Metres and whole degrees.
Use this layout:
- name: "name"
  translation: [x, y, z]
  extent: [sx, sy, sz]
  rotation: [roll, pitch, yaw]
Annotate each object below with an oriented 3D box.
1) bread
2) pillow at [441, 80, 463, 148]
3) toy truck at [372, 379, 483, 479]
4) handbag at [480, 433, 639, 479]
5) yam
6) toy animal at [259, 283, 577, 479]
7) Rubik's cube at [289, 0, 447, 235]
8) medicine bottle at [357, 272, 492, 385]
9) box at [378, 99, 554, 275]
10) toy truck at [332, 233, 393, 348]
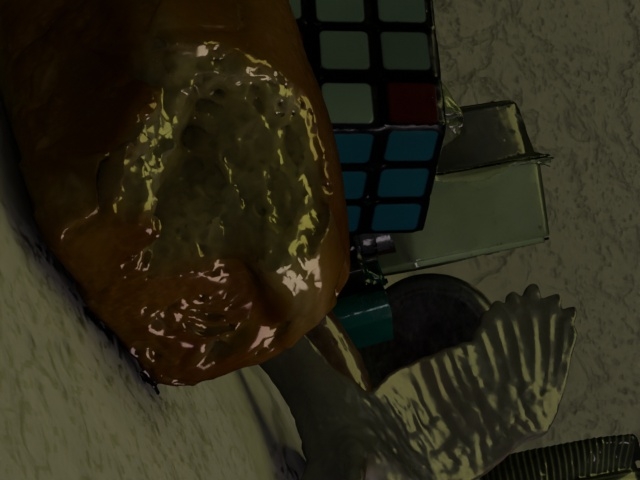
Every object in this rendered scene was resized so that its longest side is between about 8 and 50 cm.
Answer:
- name: "bread"
  translation: [-0.082, -0.097, 0.893]
  extent: [0.195, 0.149, 0.344]
  rotation: [57, 9, -50]
- name: "pillow"
  translation: [-0.004, -0.156, 1.638]
  extent: [0.274, 0.076, 0.281]
  rotation: [53, -32, 5]
- name: "toy truck"
  translation: [0.104, 0.216, 1.657]
  extent: [0.178, 0.080, 0.115]
  rotation: [64, 10, 5]
- name: "handbag"
  translation: [0.272, 0.348, 1.851]
  extent: [0.341, 0.240, 0.247]
  rotation: [54, 15, -69]
- name: "yam"
  translation: [0.026, 0.144, 1.372]
  extent: [0.241, 0.057, 0.057]
  rotation: [64, 5, 2]
- name: "toy animal"
  translation: [0.015, 0.098, 1.115]
  extent: [0.284, 0.225, 0.302]
  rotation: [43, 24, -17]
- name: "Rubik's cube"
  translation: [0.011, -0.110, 1.391]
  extent: [0.160, 0.162, 0.163]
  rotation: [98, -9, -57]
- name: "medicine bottle"
  translation: [0.132, 0.118, 1.935]
  extent: [0.165, 0.165, 0.273]
  rotation: [65, 5, 2]
- name: "box"
  translation: [0.112, -0.051, 1.865]
  extent: [0.290, 0.220, 0.166]
  rotation: [167, -87, -68]
- name: "toy truck"
  translation: [0.000, 0.000, 1.515]
  extent: [0.253, 0.114, 0.124]
  rotation: [-109, -175, -55]
